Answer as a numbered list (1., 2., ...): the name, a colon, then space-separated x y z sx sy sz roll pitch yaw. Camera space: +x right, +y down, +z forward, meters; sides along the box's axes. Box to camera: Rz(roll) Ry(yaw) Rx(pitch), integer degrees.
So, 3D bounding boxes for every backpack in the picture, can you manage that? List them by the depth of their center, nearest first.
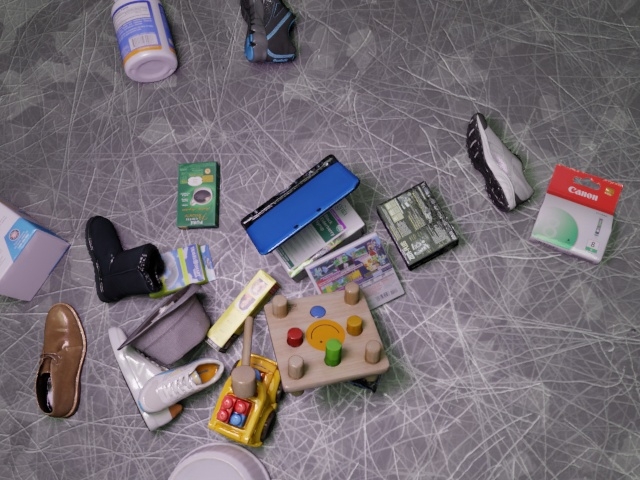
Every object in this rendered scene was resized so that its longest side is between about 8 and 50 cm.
1. backpack: 0.098 0.312 1.822 0.114 0.084 0.105 17 82 7

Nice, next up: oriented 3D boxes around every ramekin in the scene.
1. ramekin: -0.257 0.630 1.775 0.272 0.127 0.273 -2 77 7

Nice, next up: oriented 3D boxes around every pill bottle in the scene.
1. pill bottle: -0.509 -0.604 2.081 0.152 0.152 0.272 -18 75 3

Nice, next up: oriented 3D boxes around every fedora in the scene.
1. fedora: -0.370 0.227 1.835 0.243 0.275 0.124 -37 99 16

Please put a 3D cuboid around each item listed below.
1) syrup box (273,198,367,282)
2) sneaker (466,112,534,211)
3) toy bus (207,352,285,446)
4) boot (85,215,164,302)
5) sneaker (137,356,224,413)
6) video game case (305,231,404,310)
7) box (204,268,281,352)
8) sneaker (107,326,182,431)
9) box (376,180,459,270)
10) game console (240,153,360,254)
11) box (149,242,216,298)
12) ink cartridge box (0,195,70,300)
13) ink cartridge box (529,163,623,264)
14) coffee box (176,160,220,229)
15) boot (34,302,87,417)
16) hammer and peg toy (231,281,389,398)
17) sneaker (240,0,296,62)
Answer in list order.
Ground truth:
1. syrup box: 0.000 0.000 1.901 0.236 0.096 0.093 -36 76 0
2. sneaker: 0.461 -0.209 1.896 0.107 0.100 0.272 -20 78 -12
3. toy bus: -0.185 0.384 1.780 0.149 0.211 0.220 19 79 13
4. boot: -0.510 0.034 1.927 0.207 0.094 0.247 -16 80 31
5. sneaker: -0.347 0.352 1.815 0.228 0.092 0.087 -27 91 -32
6. video game case: 0.088 0.100 1.858 0.201 0.023 0.184 -26 108 2
7. box: -0.202 0.184 1.893 0.058 0.087 0.232 38 83 12
8. sneaker: -0.451 0.339 1.895 0.123 0.106 0.290 -26 76 -18
9. box: 0.250 -0.037 1.885 0.147 0.077 0.180 -29 75 0
10. game console: -0.032 -0.058 1.824 0.293 0.250 0.173 -36 62 -1
11. box: -0.380 0.080 1.962 0.178 0.042 0.109 -17 76 4
12. ink cartridge box: -0.871 0.000 1.966 0.270 0.197 0.198 33 84 13
13. ink cartridge box: 0.653 -0.074 1.853 0.180 0.056 0.225 21 82 11
14. coffee box: -0.335 -0.123 2.003 0.113 0.040 0.184 -4 76 7
15. boot: -0.689 0.308 1.916 0.112 0.115 0.306 -8 75 8
16. hammer and peg toy: -0.044 0.233 1.731 0.361 0.127 0.266 -9 46 -9
17. sneaker: -0.148 -0.650 2.079 0.139 0.125 0.341 2 73 -20
